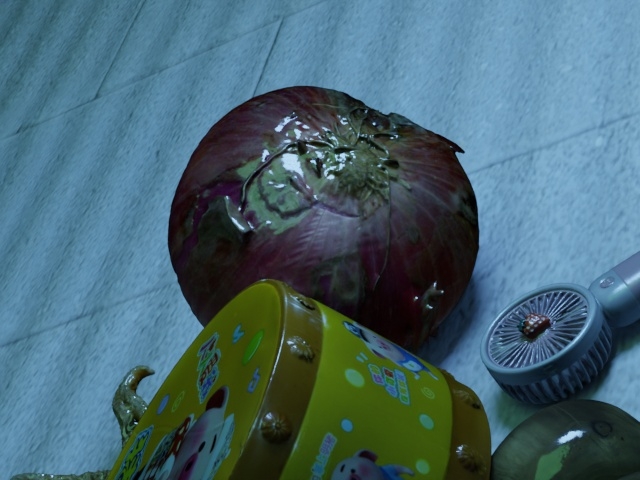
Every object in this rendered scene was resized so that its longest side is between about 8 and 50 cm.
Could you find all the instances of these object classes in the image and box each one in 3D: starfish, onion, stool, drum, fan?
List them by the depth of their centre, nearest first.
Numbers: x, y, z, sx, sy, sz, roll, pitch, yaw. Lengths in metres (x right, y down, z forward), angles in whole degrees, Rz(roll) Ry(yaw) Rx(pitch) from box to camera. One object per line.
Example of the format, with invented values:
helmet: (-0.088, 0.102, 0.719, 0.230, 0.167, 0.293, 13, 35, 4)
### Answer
stool: (0.258, 0.257, 1.408, 0.179, 0.179, 0.264, -39, 28, -6)
drum: (-0.053, 0.256, 1.554, 0.431, 0.214, 0.431, -54, 16, 24)
fan: (0.275, 0.071, 1.789, 0.244, 0.074, 0.130, -34, 27, 1)
onion: (0.007, -0.006, 1.965, 0.353, 0.354, 0.354, -27, 29, 16)
starfish: (-0.228, 0.285, 1.992, 0.327, 0.094, 0.375, -34, 32, 25)
